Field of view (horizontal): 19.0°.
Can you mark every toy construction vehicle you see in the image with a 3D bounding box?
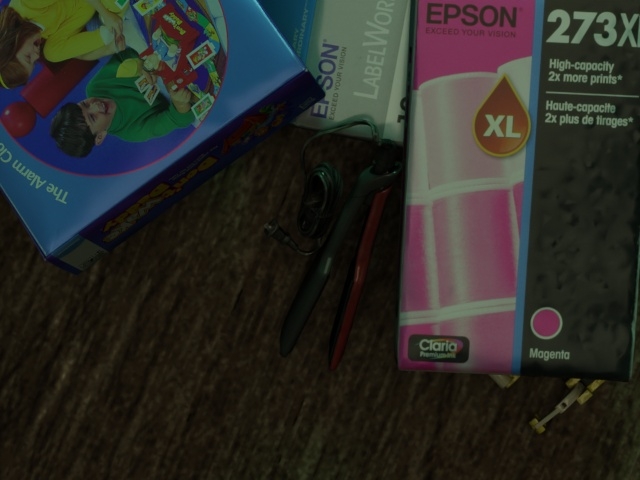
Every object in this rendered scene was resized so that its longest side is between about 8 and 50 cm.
[{"bbox_3d":[0.187,0.095,1.538,0.098,0.035,0.086,-40,94,2],"label":"toy construction vehicle"}]

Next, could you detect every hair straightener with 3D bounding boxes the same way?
[{"bbox_3d":[0.000,0.000,1.468,0.089,0.047,0.230,14,128,-6],"label":"hair straightener"}]

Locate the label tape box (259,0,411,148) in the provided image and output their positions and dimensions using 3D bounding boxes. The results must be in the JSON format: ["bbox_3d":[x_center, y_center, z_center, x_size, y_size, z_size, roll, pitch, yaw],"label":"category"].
[{"bbox_3d":[0.059,-0.198,1.472,0.348,0.115,0.249,10,96,-4],"label":"label tape box"}]

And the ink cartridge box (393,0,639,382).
[{"bbox_3d":[0.150,-0.084,1.403,0.176,0.069,0.371,3,95,-1],"label":"ink cartridge box"}]

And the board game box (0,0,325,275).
[{"bbox_3d":[-0.191,-0.183,1.431,0.233,0.078,0.347,-35,76,3],"label":"board game box"}]
